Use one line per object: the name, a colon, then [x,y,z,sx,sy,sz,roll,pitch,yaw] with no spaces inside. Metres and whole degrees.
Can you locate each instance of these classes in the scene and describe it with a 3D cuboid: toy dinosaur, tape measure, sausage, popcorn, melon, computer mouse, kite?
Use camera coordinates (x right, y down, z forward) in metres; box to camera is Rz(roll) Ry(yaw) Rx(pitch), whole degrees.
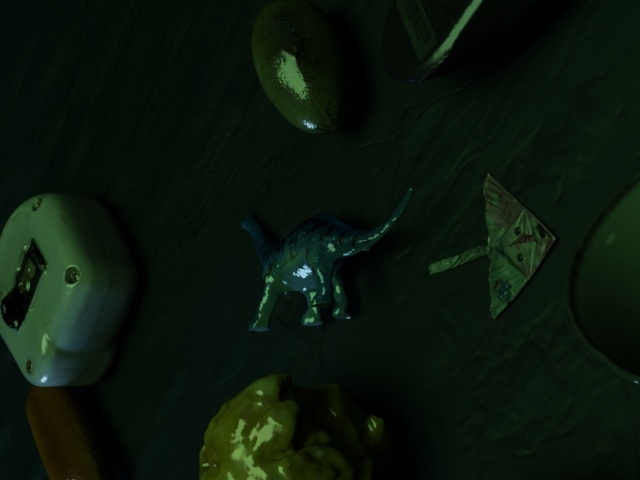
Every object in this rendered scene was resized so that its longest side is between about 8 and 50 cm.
toy dinosaur: [-0.008,0.030,1.079,0.329,0.076,0.144,-7,75,58]
tape measure: [-0.380,0.065,1.448,0.258,0.130,0.265,46,120,42]
sausage: [-0.346,0.290,1.420,0.238,0.098,0.098,52,124,35]
popcorn: [-0.035,0.229,1.013,0.253,0.191,0.190,-66,31,33]
melon: [-0.018,-0.185,1.084,0.099,0.099,0.162,-40,62,39]
computer mouse: [0.160,-0.242,0.899,0.264,0.088,0.147,-49,37,35]
kite: [0.156,0.005,0.946,0.152,0.005,0.137,-9,79,48]

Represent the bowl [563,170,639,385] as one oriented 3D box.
bowl: [0.330,0.034,0.599,0.337,0.337,0.157,-7,122,48]
